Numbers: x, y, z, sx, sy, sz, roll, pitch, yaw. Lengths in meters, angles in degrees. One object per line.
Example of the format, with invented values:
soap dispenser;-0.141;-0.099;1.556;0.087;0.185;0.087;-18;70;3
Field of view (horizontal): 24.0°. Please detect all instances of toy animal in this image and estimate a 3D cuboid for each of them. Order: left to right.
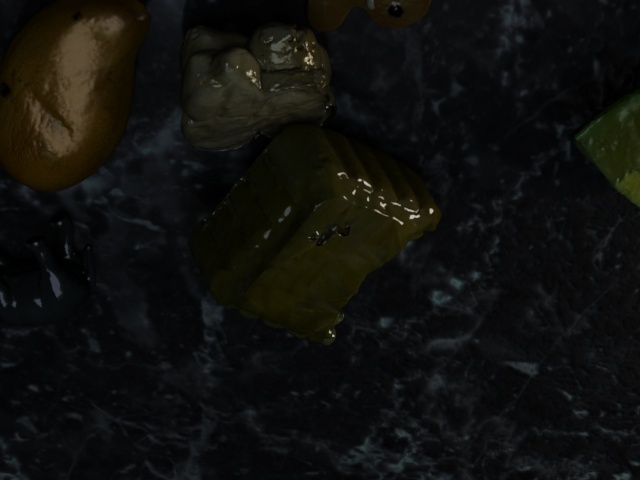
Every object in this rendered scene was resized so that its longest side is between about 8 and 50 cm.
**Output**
toy animal;-0.397;0.059;1.823;0.270;0.082;0.137;-20;118;7

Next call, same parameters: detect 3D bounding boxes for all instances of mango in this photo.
mango;-0.281;-0.174;1.687;0.157;0.109;0.262;29;109;-7

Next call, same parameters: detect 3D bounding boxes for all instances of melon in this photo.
melon;0.461;-0.139;1.687;0.323;0.124;0.196;-27;152;29

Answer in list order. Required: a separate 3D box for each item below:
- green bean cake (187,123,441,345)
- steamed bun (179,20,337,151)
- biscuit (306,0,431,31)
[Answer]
green bean cake;0.000;0.000;1.754;0.233;0.124;0.236;21;119;-40
steamed bun;-0.080;-0.185;1.672;0.178;0.106;0.192;-14;160;6
biscuit;0.015;-0.305;1.669;0.240;0.035;0.158;19;119;-13
